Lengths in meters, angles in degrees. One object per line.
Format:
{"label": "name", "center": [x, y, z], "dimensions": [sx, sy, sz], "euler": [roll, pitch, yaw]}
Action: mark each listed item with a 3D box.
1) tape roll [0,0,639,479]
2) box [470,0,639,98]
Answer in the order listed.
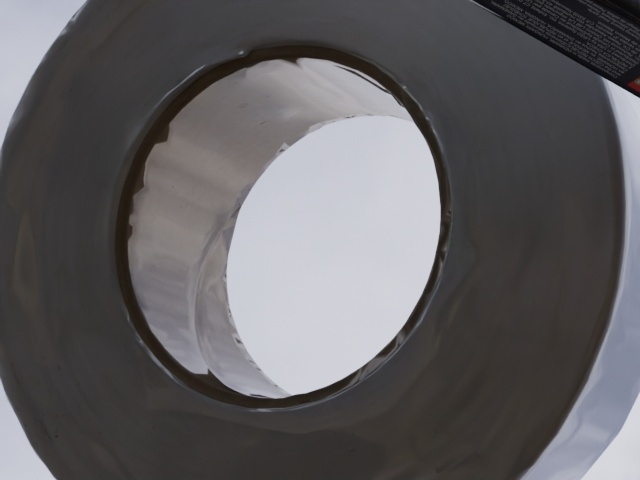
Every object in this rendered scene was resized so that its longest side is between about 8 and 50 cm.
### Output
{"label": "tape roll", "center": [0.000, 0.000, 0.587], "dimensions": [0.286, 0.100, 0.286], "euler": [-5, -102, 23]}
{"label": "box", "center": [0.055, -0.141, 0.460], "dimensions": [0.207, 0.036, 0.114], "euler": [26, -115, -16]}
